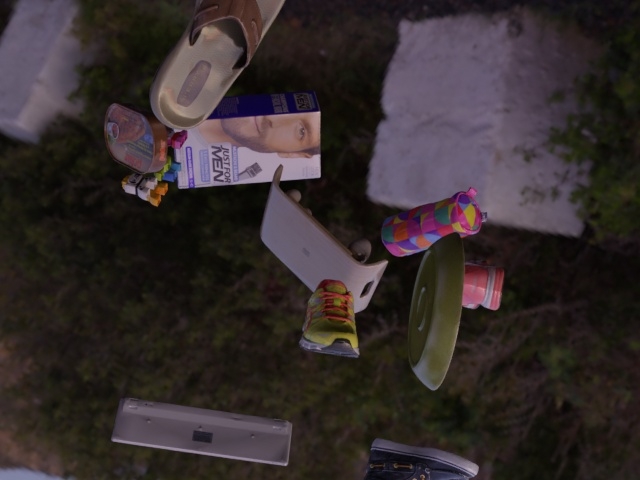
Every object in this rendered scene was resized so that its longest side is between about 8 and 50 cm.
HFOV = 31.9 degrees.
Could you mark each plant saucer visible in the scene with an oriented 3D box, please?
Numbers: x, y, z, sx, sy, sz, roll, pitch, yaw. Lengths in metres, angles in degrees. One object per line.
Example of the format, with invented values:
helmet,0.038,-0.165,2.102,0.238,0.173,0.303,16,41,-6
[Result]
plant saucer,0.168,0.103,1.686,0.037,0.241,0.241,9,172,-6

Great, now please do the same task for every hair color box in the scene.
hair color box,-0.171,-0.234,2.603,0.338,0.185,0.110,-6,-143,-8

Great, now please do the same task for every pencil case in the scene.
pencil case,0.242,-0.036,2.419,0.236,0.104,0.104,-20,137,42

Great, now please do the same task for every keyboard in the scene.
keyboard,-0.170,0.277,1.628,0.255,0.072,0.014,9,146,-3

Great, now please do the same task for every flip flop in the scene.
flip flop,-0.116,-0.248,1.332,0.112,0.277,0.080,25,-163,-25

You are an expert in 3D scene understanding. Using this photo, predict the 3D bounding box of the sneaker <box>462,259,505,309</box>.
sneaker,0.313,0.087,2.526,0.136,0.116,0.314,11,176,-7

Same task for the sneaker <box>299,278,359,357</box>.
sneaker,0.014,0.105,1.599,0.081,0.094,0.208,11,-171,-11

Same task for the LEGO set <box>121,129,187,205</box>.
LEGO set,-0.364,-0.145,2.363,0.093,0.227,0.087,13,131,10

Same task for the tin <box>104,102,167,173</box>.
tin,-0.323,-0.179,1.961,0.040,0.106,0.189,-4,-160,-37

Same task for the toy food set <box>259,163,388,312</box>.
toy food set,0.000,0.000,2.370,0.306,0.092,0.220,44,151,14

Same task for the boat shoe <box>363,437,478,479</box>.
boat shoe,0.150,0.359,1.700,0.183,0.083,0.065,3,154,37
